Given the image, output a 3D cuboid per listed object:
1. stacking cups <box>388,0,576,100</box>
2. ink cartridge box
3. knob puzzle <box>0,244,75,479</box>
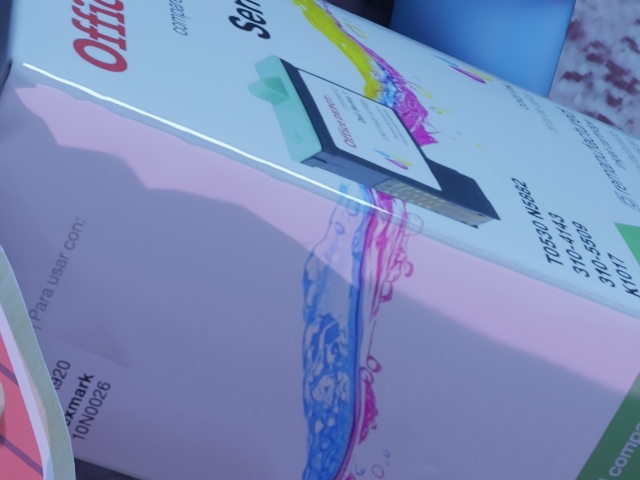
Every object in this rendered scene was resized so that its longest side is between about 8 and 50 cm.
[{"bbox_3d":[0.059,-0.093,0.728,0.096,0.096,0.316,-1,119,-32],"label":"stacking cups"},{"bbox_3d":[0.000,0.000,0.609,0.278,0.201,0.117,21,112,-18],"label":"ink cartridge box"},{"bbox_3d":[-0.144,0.072,0.439,0.213,0.030,0.213,-3,100,-19],"label":"knob puzzle"}]
